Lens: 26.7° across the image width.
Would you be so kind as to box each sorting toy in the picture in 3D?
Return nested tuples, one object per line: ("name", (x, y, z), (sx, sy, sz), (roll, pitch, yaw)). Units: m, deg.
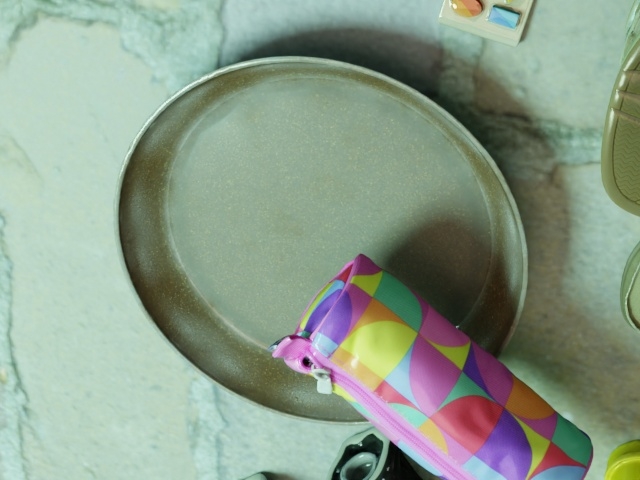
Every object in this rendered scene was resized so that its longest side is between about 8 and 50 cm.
("sorting toy", (0.099, -0.166, 0.891), (0.083, 0.012, 0.062), (18, 124, 4))

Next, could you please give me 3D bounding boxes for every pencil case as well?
("pencil case", (0.079, 0.113, 0.957), (0.236, 0.104, 0.104), (36, 123, -8))

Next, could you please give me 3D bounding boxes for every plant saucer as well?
("plant saucer", (0.000, 0.000, 0.998), (0.311, 0.050, 0.310), (7, 122, 11))

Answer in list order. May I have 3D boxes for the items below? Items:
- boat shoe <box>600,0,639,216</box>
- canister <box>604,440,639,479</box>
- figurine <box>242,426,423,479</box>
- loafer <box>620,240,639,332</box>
("boat shoe", (0.239, -0.142, 0.771), (0.105, 0.089, 0.285), (19, 120, 2))
("canister", (0.269, 0.227, 0.986), (0.126, 0.170, 0.073), (-2, 120, 16))
("figurine", (0.029, 0.283, 1.142), (0.215, 0.092, 0.209), (-26, 115, 28))
("loafer", (0.249, 0.012, 0.934), (0.056, 0.050, 0.148), (20, 123, 3))
